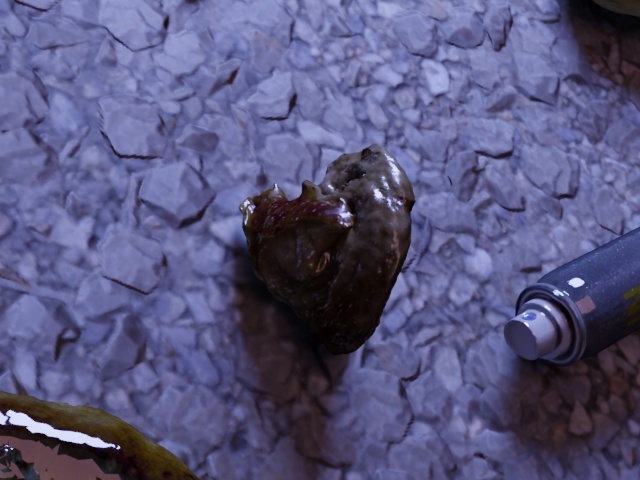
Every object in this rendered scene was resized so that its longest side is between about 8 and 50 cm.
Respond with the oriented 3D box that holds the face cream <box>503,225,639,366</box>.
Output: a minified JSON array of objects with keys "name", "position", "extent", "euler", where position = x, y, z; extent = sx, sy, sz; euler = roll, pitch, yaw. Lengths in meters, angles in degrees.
[{"name":"face cream","position":[0.256,0.029,1.003],"extent":[0.283,0.073,0.073],"euler":[-22,79,-34]}]

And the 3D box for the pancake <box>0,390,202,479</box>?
[{"name":"pancake","position":[-0.189,0.221,0.686],"extent":[0.427,0.067,0.305],"euler":[36,57,-10]}]

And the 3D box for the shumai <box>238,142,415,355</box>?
[{"name":"shumai","position":[0.008,0.009,0.861],"extent":[0.105,0.123,0.139],"euler":[-13,86,-20]}]

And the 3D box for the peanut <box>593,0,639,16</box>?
[{"name":"peanut","position":[0.358,-0.248,1.153],"extent":[0.305,0.147,0.147],"euler":[22,58,-13]}]
